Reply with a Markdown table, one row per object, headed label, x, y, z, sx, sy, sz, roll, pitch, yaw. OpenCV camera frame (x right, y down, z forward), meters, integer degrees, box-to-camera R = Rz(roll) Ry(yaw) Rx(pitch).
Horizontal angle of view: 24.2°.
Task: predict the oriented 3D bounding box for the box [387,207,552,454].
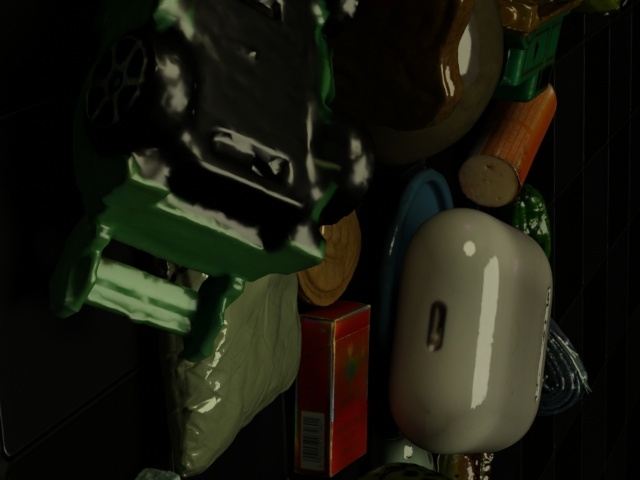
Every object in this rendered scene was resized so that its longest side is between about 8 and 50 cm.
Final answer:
| label | x | y | z | sx | sy | sz | roll | pitch | yaw |
| --- | --- | --- | --- | --- | --- | --- | --- | --- | --- |
| box | 0.187 | 0.115 | 1.813 | 0.349 | 0.141 | 0.288 | 19 | 76 | -69 |

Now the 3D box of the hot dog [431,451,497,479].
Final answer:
| label | x | y | z | sx | sy | sz | roll | pitch | yaw |
| --- | --- | --- | --- | --- | --- | --- | --- | --- | --- |
| hot dog | 0.202 | 0.320 | 2.105 | 0.162 | 0.082 | 0.270 | 32 | 65 | -64 |

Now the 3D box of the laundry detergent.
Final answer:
| label | x | y | z | sx | sy | sz | roll | pitch | yaw |
| --- | --- | --- | --- | --- | --- | --- | --- | --- | --- |
| laundry detergent | 0.102 | 0.277 | 1.858 | 0.099 | 0.070 | 0.225 | -57 | 144 | -37 |

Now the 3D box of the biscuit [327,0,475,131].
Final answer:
| label | x | y | z | sx | sy | sz | roll | pitch | yaw |
| --- | --- | --- | --- | --- | --- | --- | --- | --- | --- |
| biscuit | 0.010 | -0.223 | 1.278 | 0.049 | 0.273 | 0.257 | -26 | 130 | -45 |

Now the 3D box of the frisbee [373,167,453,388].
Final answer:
| label | x | y | z | sx | sy | sz | roll | pitch | yaw |
| --- | --- | --- | --- | --- | --- | --- | --- | --- | --- |
| frisbee | 0.107 | 0.051 | 1.854 | 0.289 | 0.049 | 0.289 | 7 | 90 | -70 |

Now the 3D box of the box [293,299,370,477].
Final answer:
| label | x | y | z | sx | sy | sz | roll | pitch | yaw |
| --- | --- | --- | --- | --- | --- | --- | --- | --- | --- |
| box | 0.012 | 0.160 | 1.634 | 0.112 | 0.048 | 0.175 | -15 | 108 | -66 |

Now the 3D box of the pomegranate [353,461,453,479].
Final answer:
| label | x | y | z | sx | sy | sz | roll | pitch | yaw |
| --- | --- | --- | --- | --- | --- | --- | --- | --- | --- |
| pomegranate | 0.083 | 0.358 | 1.617 | 0.270 | 0.254 | 0.254 | 45 | 50 | -38 |

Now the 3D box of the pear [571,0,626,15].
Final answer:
| label | x | y | z | sx | sy | sz | roll | pitch | yaw |
| --- | --- | --- | --- | --- | --- | --- | --- | --- | --- |
| pear | 0.440 | -0.537 | 2.468 | 0.238 | 0.164 | 0.255 | -62 | 144 | -27 |

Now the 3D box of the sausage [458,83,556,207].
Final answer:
| label | x | y | z | sx | sy | sz | roll | pitch | yaw |
| --- | --- | --- | --- | --- | --- | --- | --- | --- | --- |
| sausage | 0.289 | -0.164 | 2.229 | 0.312 | 0.093 | 0.093 | -58 | 145 | -52 |

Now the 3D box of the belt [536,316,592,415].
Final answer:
| label | x | y | z | sx | sy | sz | roll | pitch | yaw |
| --- | --- | --- | --- | --- | --- | --- | --- | --- | --- |
| belt | 0.292 | 0.159 | 2.165 | 0.218 | 0.122 | 0.128 | 51 | 16 | 9 |

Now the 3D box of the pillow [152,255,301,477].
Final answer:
| label | x | y | z | sx | sy | sz | roll | pitch | yaw |
| --- | --- | --- | --- | --- | --- | --- | --- | --- | --- |
| pillow | -0.070 | 0.042 | 1.368 | 0.274 | 0.076 | 0.280 | -34 | 125 | -65 |

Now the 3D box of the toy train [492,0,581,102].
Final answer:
| label | x | y | z | sx | sy | sz | roll | pitch | yaw |
| --- | --- | --- | --- | --- | --- | --- | --- | --- | --- |
| toy train | 0.231 | -0.296 | 1.968 | 0.429 | 0.178 | 0.249 | -36 | 137 | -63 |

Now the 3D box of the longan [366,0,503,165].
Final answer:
| label | x | y | z | sx | sy | sz | roll | pitch | yaw |
| --- | --- | --- | --- | --- | --- | --- | --- | --- | --- |
| longan | 0.076 | -0.201 | 1.509 | 0.248 | 0.248 | 0.248 | 4 | 90 | -69 |

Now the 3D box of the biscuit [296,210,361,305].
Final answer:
| label | x | y | z | sx | sy | sz | roll | pitch | yaw |
| --- | --- | --- | --- | --- | --- | --- | --- | --- | --- |
| biscuit | 0.000 | 0.000 | 1.605 | 0.221 | 0.029 | 0.142 | 33 | 64 | -66 |

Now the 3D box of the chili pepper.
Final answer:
| label | x | y | z | sx | sy | sz | roll | pitch | yaw |
| --- | --- | --- | --- | --- | --- | --- | --- | --- | --- |
| chili pepper | 0.307 | 0.023 | 2.304 | 0.099 | 0.083 | 0.253 | -19 | 120 | -26 |

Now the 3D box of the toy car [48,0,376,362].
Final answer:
| label | x | y | z | sx | sy | sz | roll | pitch | yaw |
| --- | --- | --- | --- | --- | --- | --- | --- | --- | --- |
| toy car | -0.093 | -0.110 | 1.145 | 0.213 | 0.176 | 0.358 | 21 | 55 | -37 |

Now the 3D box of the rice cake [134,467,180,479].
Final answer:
| label | x | y | z | sx | sy | sz | roll | pitch | yaw |
| --- | --- | --- | --- | --- | --- | --- | --- | --- | --- |
| rice cake | -0.126 | 0.311 | 1.315 | 0.042 | 0.045 | 0.245 | -48 | 138 | -56 |
